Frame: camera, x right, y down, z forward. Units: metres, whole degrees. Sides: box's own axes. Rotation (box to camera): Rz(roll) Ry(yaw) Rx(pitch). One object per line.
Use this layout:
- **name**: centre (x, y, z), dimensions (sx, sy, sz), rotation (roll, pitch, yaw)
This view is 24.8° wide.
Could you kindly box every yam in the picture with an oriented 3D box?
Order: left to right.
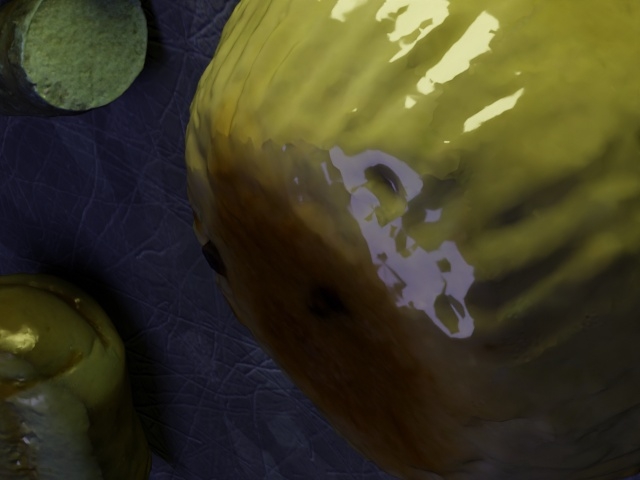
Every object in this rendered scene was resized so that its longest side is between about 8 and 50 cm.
- **yam**: centre (-0.298, -0.184, 1.466), dimensions (0.330, 0.133, 0.133), rotation (1, 120, 54)

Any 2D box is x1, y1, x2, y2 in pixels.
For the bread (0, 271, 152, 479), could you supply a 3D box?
- **bread**: centre (-0.375, 0.173, 1.817), dimensions (0.300, 0.210, 0.341), rotation (1, 133, 13)

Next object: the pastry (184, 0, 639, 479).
- **pastry**: centre (0.104, -0.038, 0.901), dimensions (0.388, 0.312, 0.388), rotation (45, 158, 24)
